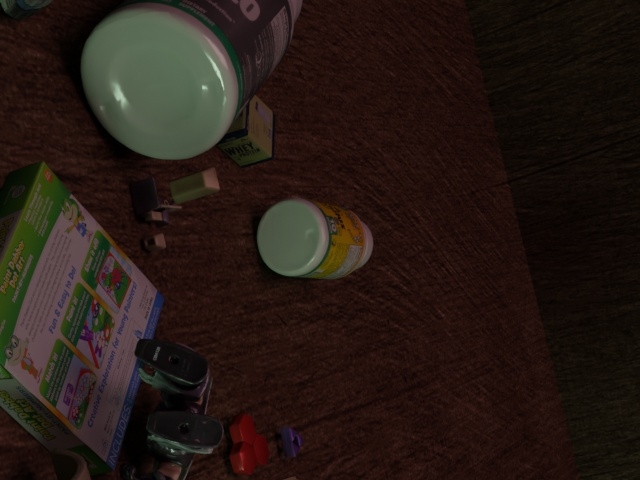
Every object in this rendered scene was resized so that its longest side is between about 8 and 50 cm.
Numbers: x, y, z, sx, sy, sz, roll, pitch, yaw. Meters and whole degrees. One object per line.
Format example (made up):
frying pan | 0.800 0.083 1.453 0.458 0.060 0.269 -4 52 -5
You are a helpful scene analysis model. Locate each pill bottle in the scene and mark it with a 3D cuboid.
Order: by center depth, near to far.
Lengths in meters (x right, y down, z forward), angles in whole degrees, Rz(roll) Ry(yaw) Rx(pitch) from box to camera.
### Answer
pill bottle | -0.153 -0.271 1.616 0.204 0.204 0.361 64 27 -23
pill bottle | 0.000 0.000 1.887 0.208 0.117 0.118 8 69 -63

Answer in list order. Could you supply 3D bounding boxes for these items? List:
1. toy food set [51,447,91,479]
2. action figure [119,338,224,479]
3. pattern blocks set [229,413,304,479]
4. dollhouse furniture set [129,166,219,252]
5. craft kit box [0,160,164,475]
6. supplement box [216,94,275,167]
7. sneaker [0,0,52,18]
toy food set | -0.284 0.370 1.156 0.306 0.092 0.220 -52 135 -58
action figure | -0.165 0.195 1.359 0.285 0.099 0.185 117 -21 -68
pattern blocks set | -0.046 0.413 1.674 0.285 0.026 0.325 30 50 -56
dollhouse furniture set | -0.167 -0.041 1.572 0.081 0.114 0.091 5 70 -68
craft kit box | -0.281 0.086 1.335 0.247 0.061 0.250 58 30 -38
supplement box | -0.112 -0.166 1.816 0.083 0.056 0.083 41 41 -50
sneaker | -0.359 -0.332 1.338 0.129 0.111 0.297 52 9 13
